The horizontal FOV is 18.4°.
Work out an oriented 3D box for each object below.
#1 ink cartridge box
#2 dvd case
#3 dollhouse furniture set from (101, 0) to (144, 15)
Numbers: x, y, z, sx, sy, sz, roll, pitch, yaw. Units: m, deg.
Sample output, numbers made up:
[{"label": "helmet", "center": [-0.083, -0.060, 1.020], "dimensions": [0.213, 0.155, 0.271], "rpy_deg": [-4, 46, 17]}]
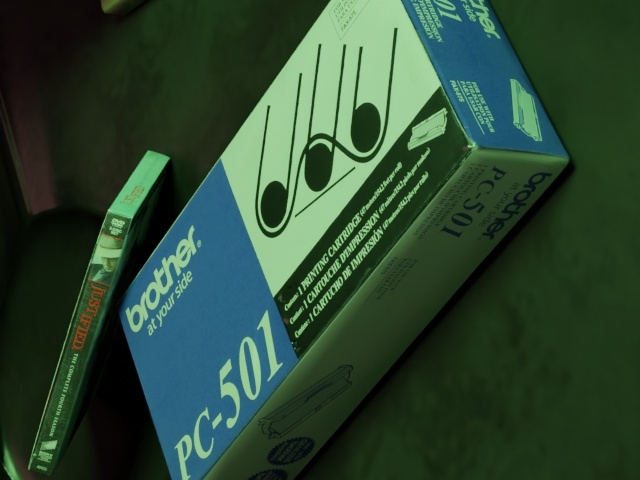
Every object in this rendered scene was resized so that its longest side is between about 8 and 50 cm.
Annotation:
[{"label": "ink cartridge box", "center": [0.000, 0.000, 0.718], "dimensions": [0.207, 0.046, 0.097], "rpy_deg": [-52, 47, 38]}, {"label": "dvd case", "center": [-0.092, 0.029, 0.824], "dimensions": [0.087, 0.013, 0.119], "rpy_deg": [-72, 0, -71]}, {"label": "dollhouse furniture set", "center": [-0.094, -0.260, 0.743], "dimensions": [0.303, 0.198, 0.286], "rpy_deg": [-27, 66, 49]}]
